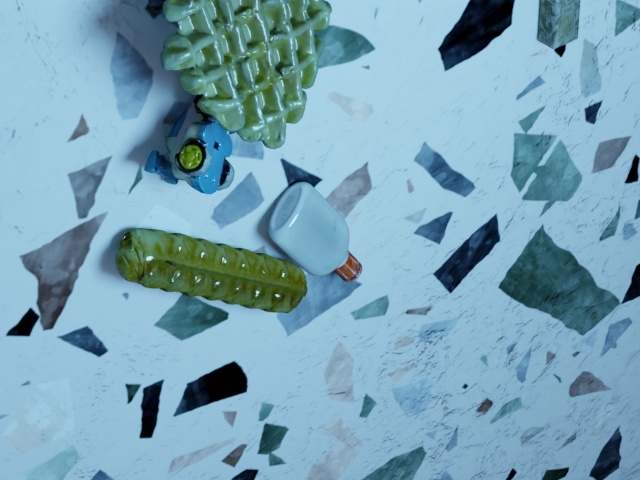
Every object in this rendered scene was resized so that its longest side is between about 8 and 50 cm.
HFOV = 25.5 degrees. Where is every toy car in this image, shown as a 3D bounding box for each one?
[{"bbox_3d":[-0.173,-0.148,1.953,0.126,0.098,0.161,28,71,-75],"label":"toy car"}]

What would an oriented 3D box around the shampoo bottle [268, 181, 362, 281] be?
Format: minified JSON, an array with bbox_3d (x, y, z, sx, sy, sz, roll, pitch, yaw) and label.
[{"bbox_3d":[0.000,0.000,2.222,0.221,0.051,0.108,44,68,-49],"label":"shampoo bottle"}]

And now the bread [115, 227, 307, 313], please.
[{"bbox_3d":[-0.155,0.048,2.117,0.077,0.084,0.368,-23,155,38],"label":"bread"}]

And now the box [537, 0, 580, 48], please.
[{"bbox_3d":[0.387,-0.365,2.293,0.062,0.045,0.098,-25,135,-26],"label":"box"}]

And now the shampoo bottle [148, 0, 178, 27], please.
[{"bbox_3d":[-0.162,-0.298,1.846,0.072,0.072,0.214,-50,139,1],"label":"shampoo bottle"}]

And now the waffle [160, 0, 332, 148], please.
[{"bbox_3d":[-0.088,-0.284,1.845,0.309,0.056,0.291,33,69,-49],"label":"waffle"}]
